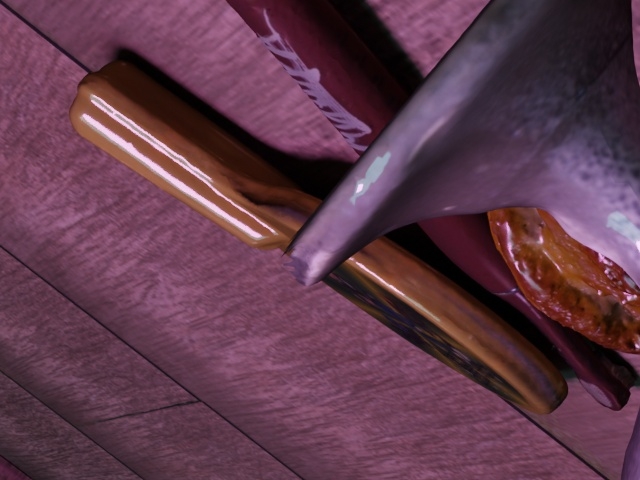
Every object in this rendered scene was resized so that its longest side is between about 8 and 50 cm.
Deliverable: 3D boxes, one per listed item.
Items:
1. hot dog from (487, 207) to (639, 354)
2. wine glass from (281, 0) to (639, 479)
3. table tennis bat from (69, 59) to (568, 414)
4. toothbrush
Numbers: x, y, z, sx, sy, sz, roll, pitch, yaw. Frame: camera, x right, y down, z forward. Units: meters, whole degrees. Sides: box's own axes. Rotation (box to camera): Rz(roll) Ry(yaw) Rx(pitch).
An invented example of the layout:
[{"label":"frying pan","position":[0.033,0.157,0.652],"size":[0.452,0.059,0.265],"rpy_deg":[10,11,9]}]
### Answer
[{"label":"hot dog","position":[0.134,0.004,0.808],"size":[0.147,0.065,0.099],"rpy_deg":[44,150,-20]},{"label":"wine glass","position":[0.167,0.040,0.594],"size":[0.323,0.238,0.238],"rpy_deg":[38,161,1]},{"label":"table tennis bat","position":[0.000,0.000,1.047],"size":[0.320,0.050,0.198],"rpy_deg":[33,174,3]},{"label":"toothbrush","position":[0.062,-0.020,0.911],"size":[0.041,0.041,0.364],"rpy_deg":[12,152,49]}]
